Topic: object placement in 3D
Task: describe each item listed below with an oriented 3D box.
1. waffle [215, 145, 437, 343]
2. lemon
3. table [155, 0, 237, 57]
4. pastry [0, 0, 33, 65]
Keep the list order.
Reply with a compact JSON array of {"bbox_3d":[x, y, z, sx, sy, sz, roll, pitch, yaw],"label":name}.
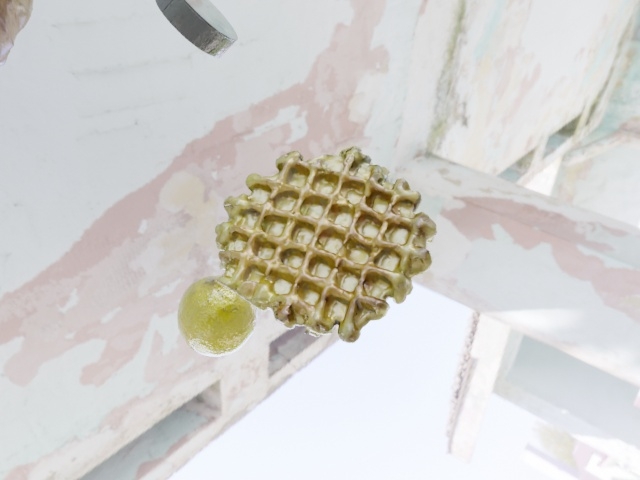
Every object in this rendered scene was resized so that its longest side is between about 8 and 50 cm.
[{"bbox_3d":[0.001,-0.004,0.488,0.191,0.191,0.038,-54,-24,-17],"label":"waffle"},{"bbox_3d":[-0.141,0.103,0.791,0.109,0.109,0.133,-37,-27,-40],"label":"lemon"},{"bbox_3d":[-0.195,-0.352,0.916,0.043,0.133,0.133,-41,-23,19],"label":"table"},{"bbox_3d":[-0.304,-0.226,0.393,0.257,0.121,0.235,55,-143,-75],"label":"pastry"}]
